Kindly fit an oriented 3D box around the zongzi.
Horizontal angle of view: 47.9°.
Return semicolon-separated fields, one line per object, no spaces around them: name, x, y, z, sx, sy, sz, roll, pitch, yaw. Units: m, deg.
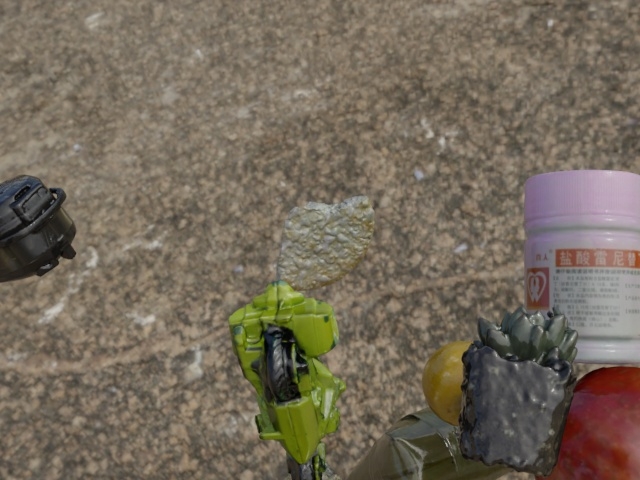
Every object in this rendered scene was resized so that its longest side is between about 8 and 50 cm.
zongzi;0.280;0.443;1.515;0.447;0.418;0.181;-8;67;-26

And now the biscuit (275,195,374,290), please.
biscuit;0.000;0.000;1.495;0.265;0.188;0.040;-40;17;8

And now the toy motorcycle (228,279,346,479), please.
toy motorcycle;-0.034;0.204;1.019;0.142;0.342;0.206;-12;42;-3

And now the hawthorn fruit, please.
hawthorn fruit;0.452;0.330;1.120;0.287;0.287;0.330;-36;38;-18

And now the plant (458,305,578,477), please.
plant;0.229;0.170;0.850;0.132;0.129;0.194;9;77;11

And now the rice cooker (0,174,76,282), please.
rice cooker;-0.361;-0.011;0.835;0.165;0.106;0.112;-4;37;28

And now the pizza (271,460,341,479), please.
pizza;-0.078;0.558;1.021;0.435;0.080;0.392;-17;66;-28

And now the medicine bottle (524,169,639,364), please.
medicine bottle;0.452;0.048;1.237;0.202;0.202;0.315;-1;85;15

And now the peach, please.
peach;0.244;0.234;1.121;0.179;0.179;0.103;12;49;26
